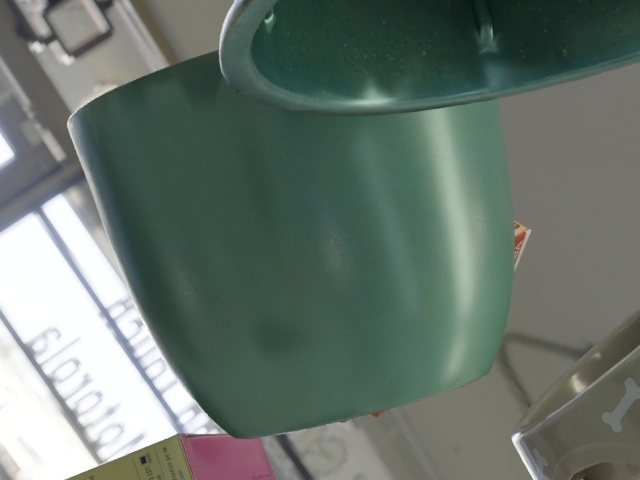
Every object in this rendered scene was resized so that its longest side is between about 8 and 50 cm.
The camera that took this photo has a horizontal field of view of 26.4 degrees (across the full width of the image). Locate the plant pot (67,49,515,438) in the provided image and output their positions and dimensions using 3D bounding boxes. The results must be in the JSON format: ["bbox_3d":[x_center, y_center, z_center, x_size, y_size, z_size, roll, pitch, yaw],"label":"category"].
[{"bbox_3d":[0.000,0.000,0.925,0.293,0.293,0.235,155,-79,-73],"label":"plant pot"}]

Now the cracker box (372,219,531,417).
[{"bbox_3d":[0.117,0.068,1.411,0.067,0.232,0.156,31,-58,24],"label":"cracker box"}]

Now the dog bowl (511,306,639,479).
[{"bbox_3d":[0.310,0.108,1.174,0.102,0.349,0.349,49,-17,6],"label":"dog bowl"}]

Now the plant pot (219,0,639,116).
[{"bbox_3d":[0.087,-0.268,0.599,0.341,0.341,0.334,133,-55,-73],"label":"plant pot"}]

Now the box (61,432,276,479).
[{"bbox_3d":[-0.175,0.266,1.209,0.213,0.243,0.117,28,41,-74],"label":"box"}]
